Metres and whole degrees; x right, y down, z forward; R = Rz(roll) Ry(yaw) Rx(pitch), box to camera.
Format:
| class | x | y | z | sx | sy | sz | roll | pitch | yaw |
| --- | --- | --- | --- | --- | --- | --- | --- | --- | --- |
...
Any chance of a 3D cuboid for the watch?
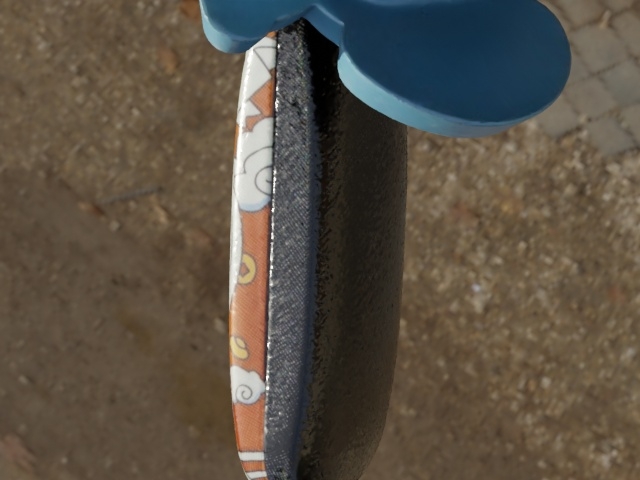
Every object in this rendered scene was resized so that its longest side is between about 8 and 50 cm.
| class | x | y | z | sx | sy | sz | roll | pitch | yaw |
| --- | --- | --- | --- | --- | --- | --- | --- | --- | --- |
| watch | 0.047 | -0.164 | 0.569 | 0.211 | 0.211 | 0.193 | 38 | 153 | -1 |

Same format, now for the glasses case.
| class | x | y | z | sx | sy | sz | roll | pitch | yaw |
| --- | --- | --- | --- | --- | --- | --- | --- | --- | --- |
| glasses case | 0.000 | 0.000 | 0.710 | 0.067 | 0.103 | 0.266 | 5 | 96 | 28 |
